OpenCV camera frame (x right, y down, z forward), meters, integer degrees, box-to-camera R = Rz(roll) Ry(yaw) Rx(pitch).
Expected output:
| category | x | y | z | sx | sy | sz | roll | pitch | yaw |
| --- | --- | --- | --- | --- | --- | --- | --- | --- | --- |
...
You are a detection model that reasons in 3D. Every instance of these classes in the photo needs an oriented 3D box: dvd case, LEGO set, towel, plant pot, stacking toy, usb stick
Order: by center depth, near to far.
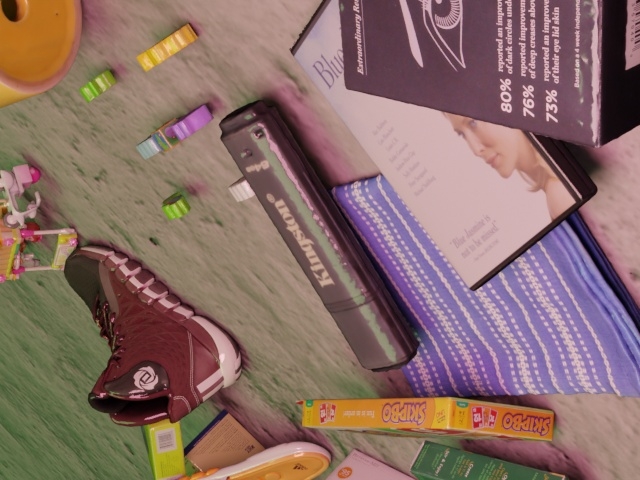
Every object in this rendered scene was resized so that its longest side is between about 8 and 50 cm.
| category | x | y | z | sx | sy | sz | roll | pitch | yaw |
| --- | --- | --- | --- | --- | --- | --- | --- | --- | --- |
| dvd case | 0.085 | -0.096 | 1.033 | 0.253 | 0.022 | 0.180 | 53 | 150 | 7 |
| towel | 0.126 | 0.042 | 1.167 | 0.243 | 0.040 | 0.336 | 56 | 149 | -13 |
| usb stick | 0.000 | 0.000 | 1.223 | 0.077 | 0.045 | 0.278 | -11 | 114 | 59 |
| plant pot | -0.375 | -0.218 | 1.324 | 0.239 | 0.254 | 0.254 | -1 | 127 | 33 |
| stacking toy | -0.141 | -0.110 | 1.326 | 0.167 | 0.052 | 0.221 | 57 | 151 | -12 |
| LEGO set | -0.389 | -0.001 | 1.758 | 0.287 | 0.107 | 0.132 | 150 | 114 | -64 |

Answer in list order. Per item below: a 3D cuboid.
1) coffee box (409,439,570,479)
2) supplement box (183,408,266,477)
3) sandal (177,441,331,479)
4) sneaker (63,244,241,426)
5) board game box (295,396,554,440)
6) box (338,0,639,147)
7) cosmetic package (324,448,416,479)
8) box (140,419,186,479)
| category | x | y | z | sx | sy | sz | roll | pitch | yaw |
| --- | --- | --- | --- | --- | --- | --- | --- | --- | --- |
| coffee box | 0.186 | 0.251 | 1.307 | 0.184 | 0.040 | 0.113 | 5 | 148 | 51 |
| supplement box | -0.126 | 0.278 | 1.725 | 0.083 | 0.083 | 0.056 | 43 | 151 | 6 |
| sandal | -0.104 | 0.318 | 1.616 | 0.265 | 0.076 | 0.102 | -28 | 136 | 24 |
| sneaker | -0.243 | 0.121 | 1.609 | 0.281 | 0.162 | 0.106 | 30 | 146 | 27 |
| board game box | 0.091 | 0.171 | 1.299 | 0.124 | 0.039 | 0.259 | 11 | 170 | -32 |
| box | 0.116 | -0.161 | 0.837 | 0.207 | 0.108 | 0.153 | 20 | 126 | 40 |
| cosmetic package | 0.101 | 0.318 | 1.467 | 0.239 | 0.099 | 0.060 | 20 | 138 | 38 |
| box | -0.206 | 0.209 | 1.686 | 0.178 | 0.042 | 0.109 | -116 | 20 | -51 |
